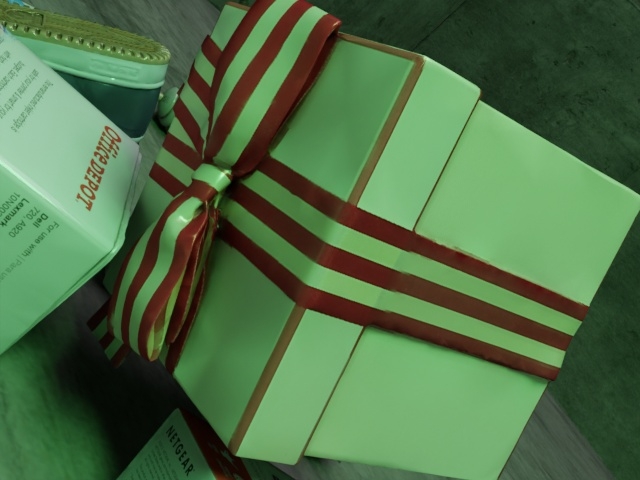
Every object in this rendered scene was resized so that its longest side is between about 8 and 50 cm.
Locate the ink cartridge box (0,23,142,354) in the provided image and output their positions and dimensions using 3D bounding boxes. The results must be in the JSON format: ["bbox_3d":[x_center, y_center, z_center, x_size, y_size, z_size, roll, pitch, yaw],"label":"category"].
[{"bbox_3d":[-0.264,-0.084,0.530,0.278,0.117,0.201,43,14,-23],"label":"ink cartridge box"}]

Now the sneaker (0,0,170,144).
[{"bbox_3d":[-0.283,-0.124,0.692,0.282,0.153,0.099,12,27,-15],"label":"sneaker"}]

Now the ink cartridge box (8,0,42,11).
[{"bbox_3d":[-0.295,-0.200,0.920,0.104,0.060,0.180,50,12,13],"label":"ink cartridge box"}]

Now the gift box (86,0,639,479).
[{"bbox_3d":[0.000,0.000,0.554,0.258,0.255,0.276,20,4,-39],"label":"gift box"}]

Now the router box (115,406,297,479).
[{"bbox_3d":[0.051,0.260,0.422,0.301,0.082,0.335,41,-3,-29],"label":"router box"}]

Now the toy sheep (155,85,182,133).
[{"bbox_3d":[-0.192,-0.181,1.173,0.132,0.091,0.091,23,24,-31],"label":"toy sheep"}]

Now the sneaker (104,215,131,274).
[{"bbox_3d":[-0.059,0.074,0.767,0.302,0.108,0.121,43,17,-15],"label":"sneaker"}]
